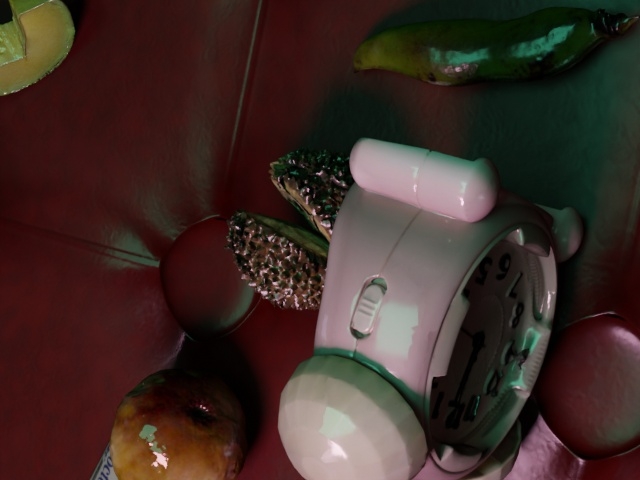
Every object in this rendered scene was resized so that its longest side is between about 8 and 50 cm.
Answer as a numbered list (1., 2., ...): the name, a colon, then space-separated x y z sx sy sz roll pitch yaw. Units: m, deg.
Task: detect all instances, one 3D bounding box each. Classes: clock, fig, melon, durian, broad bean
1. clock: 0.107 0.092 1.355 0.184 0.342 0.326 11 86 36
2. fig: -0.181 0.266 1.642 0.159 0.159 0.257 47 130 24
3. melon: -0.395 -0.254 1.793 0.209 0.118 0.064 -26 61 15
4. durian: 0.000 0.000 1.519 0.196 0.167 0.196 2 96 24
5. broad bean: 0.176 -0.201 1.479 0.339 0.061 0.077 -2 80 30

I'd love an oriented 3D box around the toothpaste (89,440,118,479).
1. toothpaste: -0.258 0.297 1.731 0.067 0.037 0.255 36 109 27
